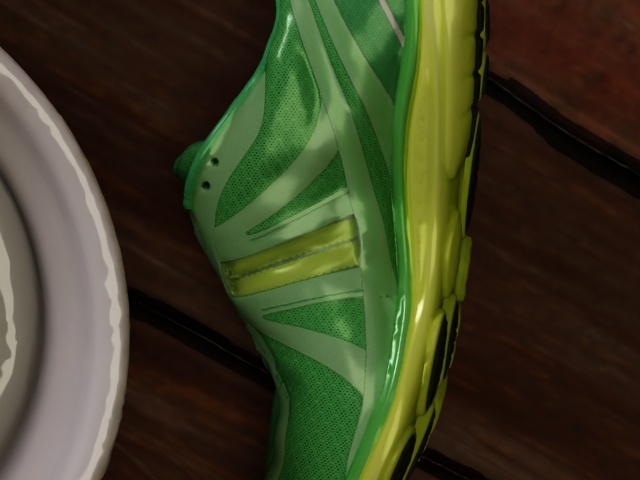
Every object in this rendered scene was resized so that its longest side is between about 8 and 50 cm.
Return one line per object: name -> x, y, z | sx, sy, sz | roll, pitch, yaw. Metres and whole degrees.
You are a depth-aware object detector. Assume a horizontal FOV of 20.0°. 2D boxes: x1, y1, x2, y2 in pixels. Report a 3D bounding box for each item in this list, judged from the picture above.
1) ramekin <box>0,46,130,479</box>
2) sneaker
ramekin -> -0.217, 0.031, 0.692 | 0.277, 0.135, 0.277 | -1, 93, -12
sneaker -> 0.000, 0.000, 0.764 | 0.123, 0.109, 0.295 | 7, 93, 11
